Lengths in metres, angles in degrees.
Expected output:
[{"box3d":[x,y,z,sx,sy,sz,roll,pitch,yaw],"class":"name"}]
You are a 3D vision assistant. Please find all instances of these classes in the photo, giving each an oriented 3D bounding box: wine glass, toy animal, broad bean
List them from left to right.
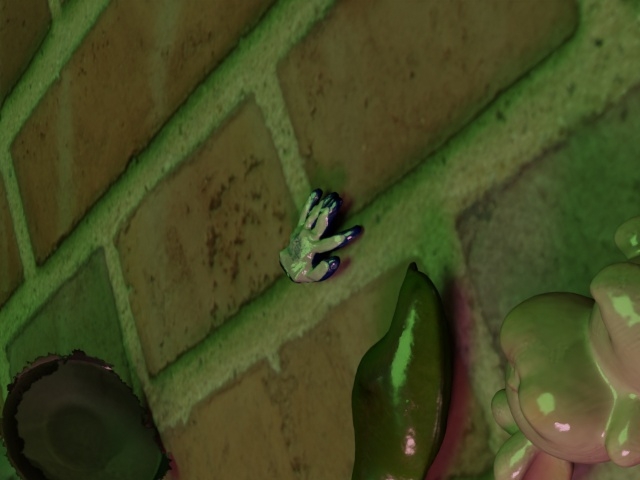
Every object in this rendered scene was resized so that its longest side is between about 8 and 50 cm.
[{"box3d":[-0.311,0.276,1.220,0.357,0.190,0.190,-44,57,38],"class":"wine glass"},{"box3d":[0.052,0.175,0.842,0.075,0.067,0.325,-121,35,-77],"class":"broad bean"},{"box3d":[0.145,0.084,0.669,0.212,0.124,0.124,-46,56,38],"class":"toy animal"}]

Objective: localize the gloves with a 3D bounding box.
[{"box3d":[0.000,0.000,0.932,0.064,0.026,0.086,51,124,37],"class":"gloves"}]
